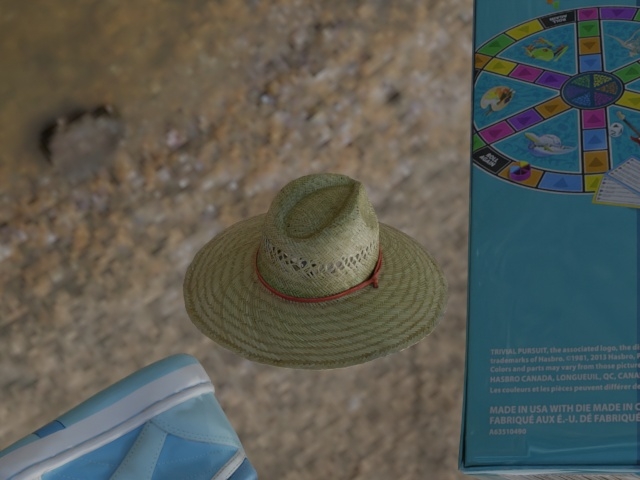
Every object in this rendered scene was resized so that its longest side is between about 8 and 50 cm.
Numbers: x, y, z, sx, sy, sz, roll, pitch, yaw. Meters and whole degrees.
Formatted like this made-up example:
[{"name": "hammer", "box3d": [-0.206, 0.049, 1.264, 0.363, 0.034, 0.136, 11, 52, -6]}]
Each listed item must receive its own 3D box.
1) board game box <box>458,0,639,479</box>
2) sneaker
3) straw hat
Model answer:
[{"name": "board game box", "box3d": [0.192, -0.069, 0.681, 0.254, 0.336, 0.079, -3, 165, 24]}, {"name": "sneaker", "box3d": [-0.157, 0.235, 1.210, 0.319, 0.208, 0.127, -32, 169, -32]}, {"name": "straw hat", "box3d": [0.000, 0.000, 0.848, 0.144, 0.144, 0.061, -20, 132, -31]}]
